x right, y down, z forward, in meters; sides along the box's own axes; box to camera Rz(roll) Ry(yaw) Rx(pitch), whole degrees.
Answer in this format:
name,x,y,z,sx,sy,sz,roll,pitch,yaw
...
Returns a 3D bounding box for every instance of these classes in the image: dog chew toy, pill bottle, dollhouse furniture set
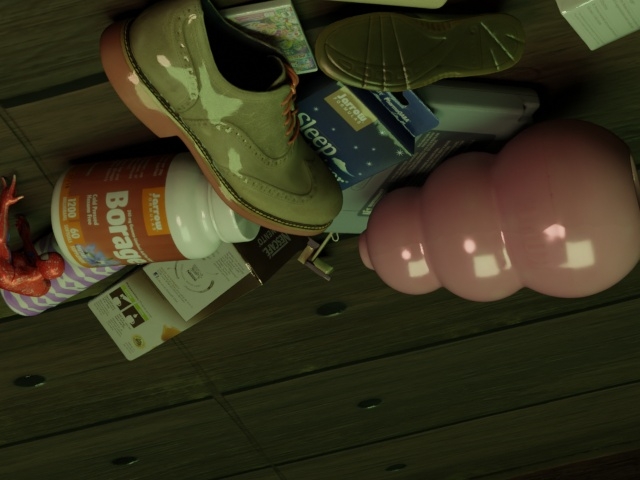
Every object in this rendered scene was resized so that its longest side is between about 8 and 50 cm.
name,x,y,z,sx,sy,sz,roll,pitch,yaw
dog chew toy,0.205,-0.020,1.400,0.331,0.207,0.206,-12,155,18
pill bottle,-0.181,-0.036,1.346,0.216,0.121,0.121,-5,157,19
dollhouse furniture set,0.000,0.000,1.668,0.081,0.091,0.114,-55,175,-2

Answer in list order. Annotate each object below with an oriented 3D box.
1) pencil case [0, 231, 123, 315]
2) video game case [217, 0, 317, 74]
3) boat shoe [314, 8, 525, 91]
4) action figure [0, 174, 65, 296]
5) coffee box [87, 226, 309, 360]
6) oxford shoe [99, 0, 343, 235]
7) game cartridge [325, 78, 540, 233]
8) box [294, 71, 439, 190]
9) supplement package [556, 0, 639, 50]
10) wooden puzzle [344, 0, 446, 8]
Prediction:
name,x,y,z,sx,sy,sz,roll,pitch,yaw
pencil case,-0.311,0.025,1.510,0.206,0.086,0.088,-24,174,26
video game case,-0.058,-0.203,1.229,0.087,0.011,0.122,-9,155,10
boat shoe,0.097,-0.199,1.238,0.223,0.080,0.073,-7,-167,-14
action figure,-0.407,0.004,1.437,0.280,0.139,0.091,-1,165,33
coffee box,-0.155,0.040,1.516,0.246,0.098,0.141,-31,-172,34
oxford shoe,-0.063,-0.118,1.221,0.130,0.123,0.348,-24,140,26
game cartridge,0.112,-0.099,1.471,0.198,0.062,0.297,6,149,-23
box,0.006,-0.116,1.345,0.225,0.036,0.136,-26,128,31
supplement package,0.317,-0.291,1.056,0.244,0.139,0.134,-22,166,21
wooden puzzle,0.055,-0.286,1.086,0.221,0.044,0.239,0,152,-22
